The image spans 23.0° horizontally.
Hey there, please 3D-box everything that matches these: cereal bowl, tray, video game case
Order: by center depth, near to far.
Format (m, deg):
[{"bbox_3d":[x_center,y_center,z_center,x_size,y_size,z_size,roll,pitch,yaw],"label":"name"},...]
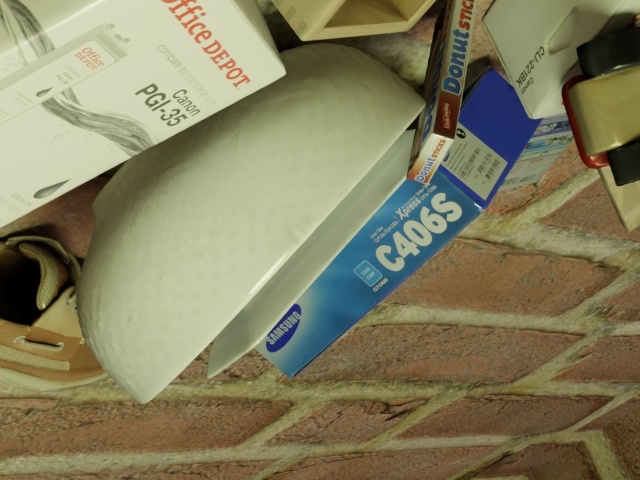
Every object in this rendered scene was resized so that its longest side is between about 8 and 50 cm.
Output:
[{"bbox_3d":[-0.078,-0.037,1.257,0.339,0.141,0.339,-46,-177,3],"label":"cereal bowl"},{"bbox_3d":[0.000,0.000,1.311,0.270,0.030,0.145,-48,-177,-25],"label":"tray"},{"bbox_3d":[0.183,-0.100,1.645,0.212,0.023,0.193,-12,156,-28],"label":"video game case"}]

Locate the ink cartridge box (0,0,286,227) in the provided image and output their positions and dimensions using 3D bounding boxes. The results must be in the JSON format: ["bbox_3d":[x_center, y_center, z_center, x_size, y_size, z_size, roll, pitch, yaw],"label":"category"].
[{"bbox_3d":[-0.189,-0.126,1.031,0.283,0.117,0.207,-28,159,6],"label":"ink cartridge box"}]

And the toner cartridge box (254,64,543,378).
[{"bbox_3d":[0.064,-0.011,1.528,0.348,0.075,0.165,-44,-175,45],"label":"toner cartridge box"}]

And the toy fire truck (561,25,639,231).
[{"bbox_3d":[0.314,-0.102,1.335,0.217,0.158,0.246,-17,179,-2],"label":"toy fire truck"}]

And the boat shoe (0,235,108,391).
[{"bbox_3d":[-0.258,0.059,1.397,0.116,0.123,0.324,-41,156,30],"label":"boat shoe"}]

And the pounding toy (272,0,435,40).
[{"bbox_3d":[0.075,-0.241,1.108,0.206,0.094,0.181,-15,154,-50],"label":"pounding toy"}]

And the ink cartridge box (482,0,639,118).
[{"bbox_3d":[0.305,-0.222,1.364,0.273,0.114,0.197,-14,157,-27],"label":"ink cartridge box"}]

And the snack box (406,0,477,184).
[{"bbox_3d":[0.102,-0.133,1.286,0.022,0.178,0.064,18,144,-8],"label":"snack box"}]
